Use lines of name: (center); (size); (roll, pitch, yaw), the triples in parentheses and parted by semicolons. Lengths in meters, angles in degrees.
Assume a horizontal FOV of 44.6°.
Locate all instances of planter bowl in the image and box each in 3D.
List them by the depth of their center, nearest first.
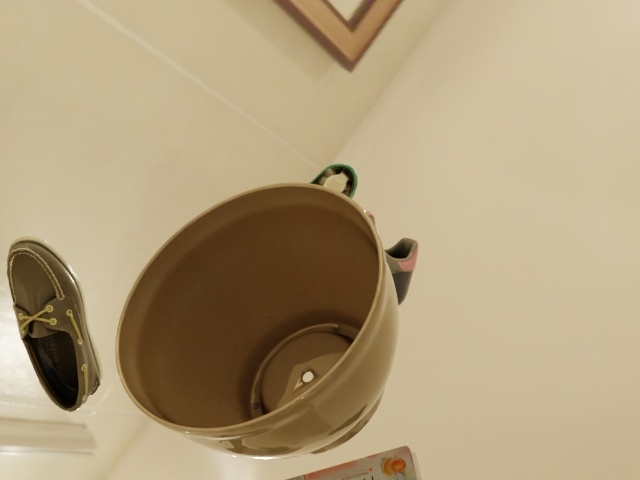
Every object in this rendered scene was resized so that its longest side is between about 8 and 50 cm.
planter bowl: (-0.022, 0.061, 0.464); (0.162, 0.109, 0.162); (-15, -132, 17)

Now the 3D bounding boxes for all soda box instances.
soda box: (0.046, 0.337, 1.068); (0.183, 0.063, 0.058); (-18, -119, 10)

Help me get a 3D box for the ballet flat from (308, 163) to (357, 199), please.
ballet flat: (-0.024, -0.043, 1.242); (0.083, 0.087, 0.247); (38, -120, 8)

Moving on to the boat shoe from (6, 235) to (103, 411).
boat shoe: (-0.447, 0.142, 1.300); (0.109, 0.091, 0.304); (-12, -69, 6)

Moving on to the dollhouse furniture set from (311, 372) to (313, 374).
dollhouse furniture set: (0.021, 0.154, 1.466); (0.198, 0.301, 0.151); (-40, -152, 0)

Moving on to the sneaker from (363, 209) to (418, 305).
sneaker: (0.000, 0.000, 1.043); (0.112, 0.319, 0.131); (27, -89, 54)
